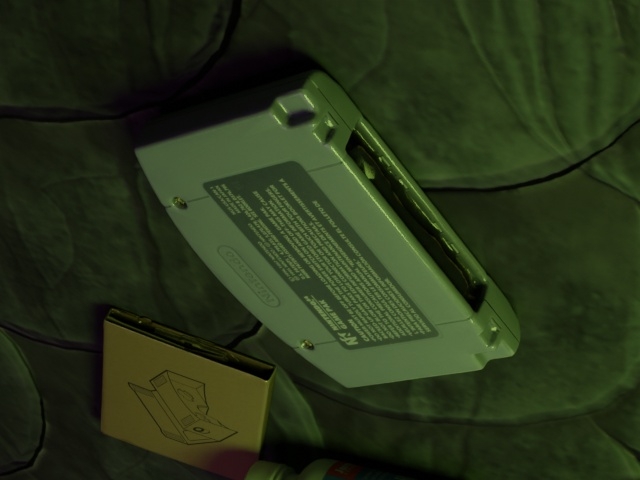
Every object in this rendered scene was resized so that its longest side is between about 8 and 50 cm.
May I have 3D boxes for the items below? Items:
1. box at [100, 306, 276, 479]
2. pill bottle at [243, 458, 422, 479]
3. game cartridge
[{"bbox_3d":[-0.128,0.152,1.564,0.164,0.021,0.201,20,143,7],"label":"box"},{"bbox_3d":[0.036,0.271,1.534,0.222,0.124,0.124,11,141,17],"label":"pill bottle"},{"bbox_3d":[0.000,0.000,1.280,0.198,0.062,0.297,-8,133,42],"label":"game cartridge"}]
